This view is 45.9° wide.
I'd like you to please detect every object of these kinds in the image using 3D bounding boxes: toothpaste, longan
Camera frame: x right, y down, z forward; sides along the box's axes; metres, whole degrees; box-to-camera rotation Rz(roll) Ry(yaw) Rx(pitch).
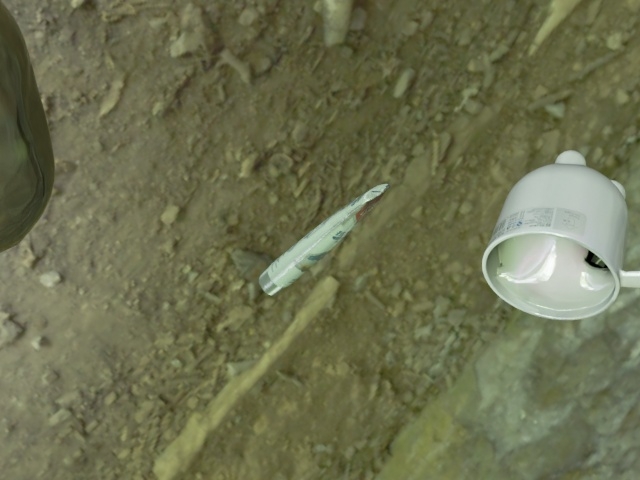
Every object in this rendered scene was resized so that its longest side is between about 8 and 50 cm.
[{"bbox_3d":[0.000,0.000,0.983,0.239,0.039,0.062,-41,177,37],"label":"toothpaste"},{"bbox_3d":[-0.319,-0.093,0.594,0.215,0.246,0.246,-58,159,-27],"label":"longan"}]

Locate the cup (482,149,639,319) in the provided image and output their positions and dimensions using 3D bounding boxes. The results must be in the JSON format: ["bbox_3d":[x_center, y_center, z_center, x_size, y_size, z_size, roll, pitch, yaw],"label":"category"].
[{"bbox_3d":[0.268,-0.017,0.783,0.173,0.134,0.142,-22,-149,48],"label":"cup"}]
